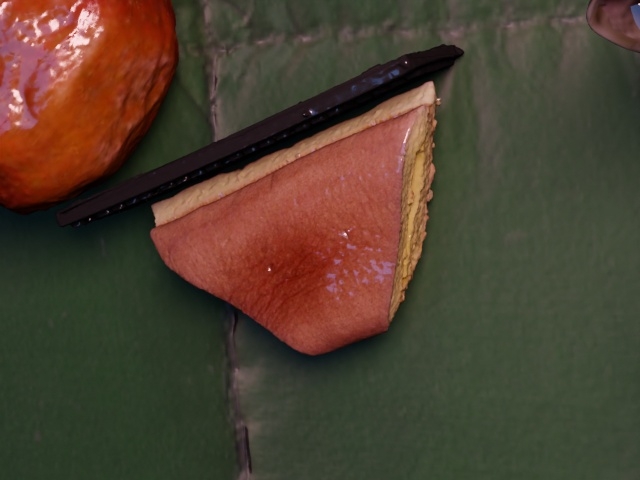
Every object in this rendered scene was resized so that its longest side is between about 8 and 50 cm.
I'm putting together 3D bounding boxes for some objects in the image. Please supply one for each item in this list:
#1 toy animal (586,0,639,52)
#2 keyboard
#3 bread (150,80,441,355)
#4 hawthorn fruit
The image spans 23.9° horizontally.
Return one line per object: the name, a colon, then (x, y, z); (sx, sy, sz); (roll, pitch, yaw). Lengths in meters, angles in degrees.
toy animal: (0.147, -0.297, 0.671); (0.344, 0.194, 0.303); (44, 121, 13)
keyboard: (-0.040, -0.056, 0.858); (0.250, 0.087, 0.017); (-21, 92, 29)
bread: (0.000, 0.000, 0.854); (0.192, 0.067, 0.119); (-20, 98, 28)
hawthorn fruit: (-0.171, -0.104, 0.883); (0.179, 0.173, 0.173); (-18, 89, 29)
